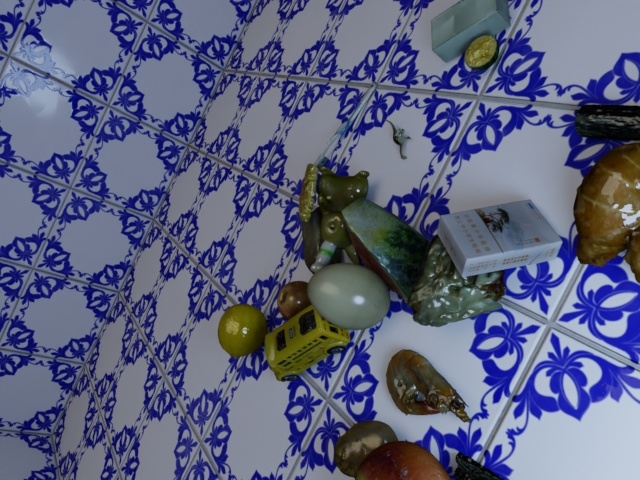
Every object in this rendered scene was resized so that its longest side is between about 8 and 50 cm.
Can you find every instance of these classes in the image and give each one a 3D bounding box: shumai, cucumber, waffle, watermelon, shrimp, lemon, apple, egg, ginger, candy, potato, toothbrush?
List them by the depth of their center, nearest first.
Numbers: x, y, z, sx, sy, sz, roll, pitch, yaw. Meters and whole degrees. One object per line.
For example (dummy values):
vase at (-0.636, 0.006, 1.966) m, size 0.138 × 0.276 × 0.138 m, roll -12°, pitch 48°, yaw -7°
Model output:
ginger at (0.645, -0.068, 0.977) m, size 0.357 × 0.152 × 0.275 m, roll -29°, pitch 70°, yaw 39°
cucumber at (0.370, 0.519, 1.051) m, size 0.245 × 0.067 × 0.067 m, roll 13°, pitch 81°, yaw 54°
cucumber at (0.669, -0.261, 1.112) m, size 0.211 × 0.062 × 0.078 m, roll 19°, pitch 85°, yaw 53°
apple at (0.189, 0.587, 1.120) m, size 0.272 × 0.206 × 0.252 m, roll 49°, pitch 124°, yaw 49°
shumai at (0.345, 0.106, 1.250) m, size 0.218 × 0.189 × 0.256 m, roll 15°, pitch 76°, yaw 31°
shrimp at (0.253, 0.382, 1.269) m, size 0.152 × 0.062 × 0.287 m, roll -63°, pitch 34°, yaw 8°
potato at (0.121, 0.531, 1.305) m, size 0.175 × 0.137 × 0.137 m, roll -18°, pitch 55°, yaw 19°
watermelon at (0.180, 0.026, 1.465) m, size 0.310 × 0.231 × 0.193 m, roll 36°, pitch 100°, yaw 7°
egg at (0.080, 0.157, 1.466) m, size 0.186 × 0.241 × 0.186 m, roll -160°, pitch 90°, yaw -89°
watermelon at (0.477, -0.541, 1.497) m, size 0.105 × 0.062 × 0.106 m, roll -17°, pitch 64°, yaw 39°
waffle at (-0.043, -0.155, 1.687) m, size 0.149 × 0.051 × 0.194 m, roll -114°, pitch 31°, yaw -78°
apple at (-0.075, 0.204, 1.701) m, size 0.146 × 0.130 × 0.147 m, roll -31°, pitch 41°, yaw 32°
candy at (0.000, 0.000, 1.751) m, size 0.104 × 0.102 × 0.234 m, roll -35°, pitch 44°, yaw 35°
lemon at (-0.283, 0.327, 1.855) m, size 0.178 × 0.178 × 0.203 m, roll -13°, pitch 60°, yaw 47°
toothbrush at (0.090, -0.431, 1.926) m, size 0.386 × 0.040 × 0.040 m, roll -56°, pitch 38°, yaw 13°

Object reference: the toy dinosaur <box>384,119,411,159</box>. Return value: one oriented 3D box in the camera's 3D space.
toy dinosaur at (0.259, -0.345, 1.677) m, size 0.058 × 0.037 × 0.180 m, roll -36°, pitch 47°, yaw 27°

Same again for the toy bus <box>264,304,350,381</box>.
toy bus at (-0.064, 0.318, 1.616) m, size 0.331 × 0.151 × 0.145 m, roll -38°, pitch 47°, yaw 31°

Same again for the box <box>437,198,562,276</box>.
box at (0.406, -0.009, 1.175) m, size 0.067 × 0.232 × 0.150 m, roll 90°, pitch 167°, yaw -48°

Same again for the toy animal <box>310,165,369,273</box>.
toy animal at (0.068, -0.067, 1.634) m, size 0.180 × 0.180 × 0.363 m, roll 105°, pitch 170°, yaw -55°

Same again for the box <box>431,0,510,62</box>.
box at (0.455, -0.666, 1.572) m, size 0.225 × 0.086 × 0.130 m, roll -20°, pitch 57°, yaw 44°
